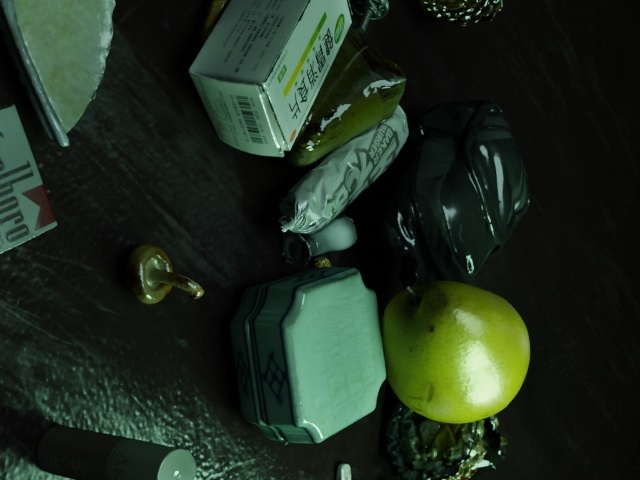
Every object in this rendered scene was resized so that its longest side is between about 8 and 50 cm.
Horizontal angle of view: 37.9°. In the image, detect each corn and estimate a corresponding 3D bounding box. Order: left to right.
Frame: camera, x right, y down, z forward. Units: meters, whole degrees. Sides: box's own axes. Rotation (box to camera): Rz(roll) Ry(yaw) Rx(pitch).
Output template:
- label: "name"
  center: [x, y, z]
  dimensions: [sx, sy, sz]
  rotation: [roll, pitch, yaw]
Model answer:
- label: "corn"
  center: [0.012, 0.073, 1.802]
  dimensions: [0.037, 0.037, 0.092]
  rotation: [-44, 124, -43]

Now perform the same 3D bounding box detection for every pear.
- label: "pear"
  center: [0.254, 0.193, 1.773]
  dimensions: [0.285, 0.284, 0.336]
  rotation: [-47, 146, -41]

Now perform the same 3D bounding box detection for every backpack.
- label: "backpack"
  center: [0.265, -0.077, 1.961]
  dimensions: [0.446, 0.254, 0.363]
  rotation: [-51, 124, -48]

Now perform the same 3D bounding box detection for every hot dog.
- label: "hot dog"
  center: [-0.157, -0.421, 1.587]
  dimensions: [0.066, 0.047, 0.216]
  rotation: [80, 27, -66]

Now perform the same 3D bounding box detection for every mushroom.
- label: "mushroom"
  center: [-0.246, 0.064, 1.441]
  dimensions: [0.129, 0.073, 0.088]
  rotation: [31, 45, -10]

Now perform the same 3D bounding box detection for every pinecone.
- label: "pinecone"
  center: [0.319, -0.612, 2.069]
  dimensions: [0.292, 0.246, 0.246]
  rotation: [-63, 137, -58]

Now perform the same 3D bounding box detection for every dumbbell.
- label: "dumbbell"
  center: [0.119, -0.525, 1.909]
  dimensions: [0.081, 0.081, 0.254]
  rotation: [44, 56, -42]

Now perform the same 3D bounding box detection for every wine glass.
- label: "wine glass"
  center: [0.000, 0.000, 1.760]
  dimensions: [0.155, 0.072, 0.072]
  rotation: [-22, 106, -50]

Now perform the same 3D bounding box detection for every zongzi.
- label: "zongzi"
  center: [-0.026, -0.307, 1.713]
  dimensions: [0.273, 0.145, 0.300]
  rotation: [-34, 81, -29]

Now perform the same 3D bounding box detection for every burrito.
- label: "burrito"
  center: [0.034, -0.118, 1.759]
  dimensions: [0.101, 0.139, 0.445]
  rotation: [37, 46, 8]

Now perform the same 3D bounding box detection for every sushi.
- label: "sushi"
  center: [0.267, 0.417, 1.978]
  dimensions: [0.218, 0.238, 0.225]
  rotation: [23, 60, -43]

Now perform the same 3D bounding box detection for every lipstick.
- label: "lipstick"
  center: [-0.279, 0.298, 1.256]
  dimensions: [0.070, 0.254, 0.070]
  rotation: [1, 89, -51]

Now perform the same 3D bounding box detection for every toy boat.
- label: "toy boat"
  center: [-0.378, -0.330, 1.280]
  dimensions: [0.276, 0.111, 0.294]
  rotation: [-63, 147, -31]

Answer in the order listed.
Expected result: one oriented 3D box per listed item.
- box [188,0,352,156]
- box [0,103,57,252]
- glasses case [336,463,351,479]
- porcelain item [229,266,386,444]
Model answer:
- label: "box"
  center: [-0.075, -0.325, 1.575]
  dimensions: [0.173, 0.145, 0.333]
  rotation: [68, 39, -53]
- label: "box"
  center: [-0.431, -0.081, 1.246]
  dimensions: [0.115, 0.035, 0.178]
  rotation: [-34, 115, -47]
- label: "glasses case"
  center: [0.046, 0.485, 1.851]
  dimensions: [0.032, 0.021, 0.083]
  rotation: [4, 86, -49]
- label: "porcelain item"
  center: [-0.022, 0.200, 1.662]
  dimensions: [0.281, 0.157, 0.286]
  rotation: [-19, 103, -53]
